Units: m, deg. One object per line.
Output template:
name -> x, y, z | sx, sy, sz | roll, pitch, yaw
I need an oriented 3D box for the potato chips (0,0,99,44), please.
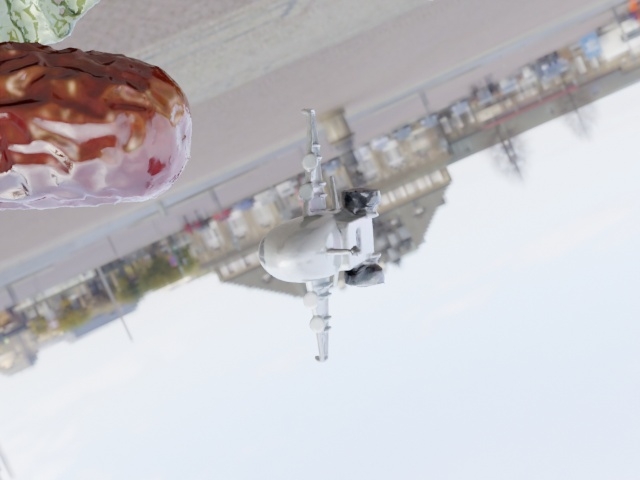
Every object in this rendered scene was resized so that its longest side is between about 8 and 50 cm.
potato chips -> -0.339, -0.303, 0.810 | 0.097, 0.389, 0.373 | 18, -145, 36

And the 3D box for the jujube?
jujube -> -0.167, -0.067, 0.605 | 0.176, 0.109, 0.112 | 5, -135, 4

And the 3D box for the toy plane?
toy plane -> 0.005, 0.000, 0.924 | 0.101, 0.251, 0.255 | -3, -175, 8
